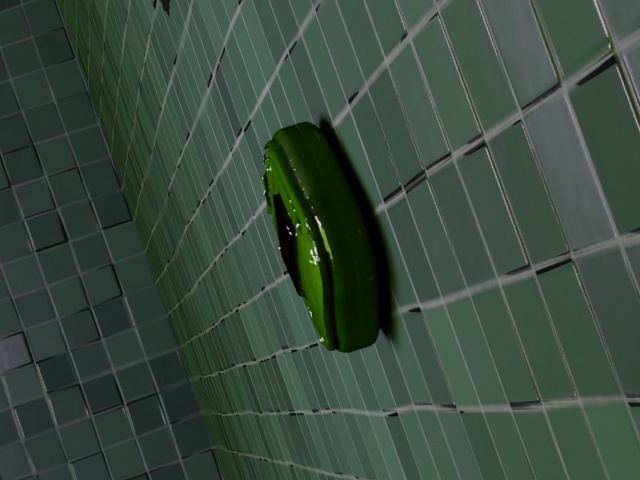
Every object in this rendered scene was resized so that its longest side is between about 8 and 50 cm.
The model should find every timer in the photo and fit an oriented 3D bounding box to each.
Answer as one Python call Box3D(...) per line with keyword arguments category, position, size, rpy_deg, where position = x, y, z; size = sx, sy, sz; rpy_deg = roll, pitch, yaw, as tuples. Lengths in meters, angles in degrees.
Box3D(category="timer", position=(0.000, 0.000, 1.104), size=(0.140, 0.047, 0.128), rpy_deg=(85, 164, -55))

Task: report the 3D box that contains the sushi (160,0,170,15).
Box3D(category="sushi", position=(-0.177, -0.364, 1.143), size=(0.339, 0.068, 0.320), rpy_deg=(97, 154, -45))
